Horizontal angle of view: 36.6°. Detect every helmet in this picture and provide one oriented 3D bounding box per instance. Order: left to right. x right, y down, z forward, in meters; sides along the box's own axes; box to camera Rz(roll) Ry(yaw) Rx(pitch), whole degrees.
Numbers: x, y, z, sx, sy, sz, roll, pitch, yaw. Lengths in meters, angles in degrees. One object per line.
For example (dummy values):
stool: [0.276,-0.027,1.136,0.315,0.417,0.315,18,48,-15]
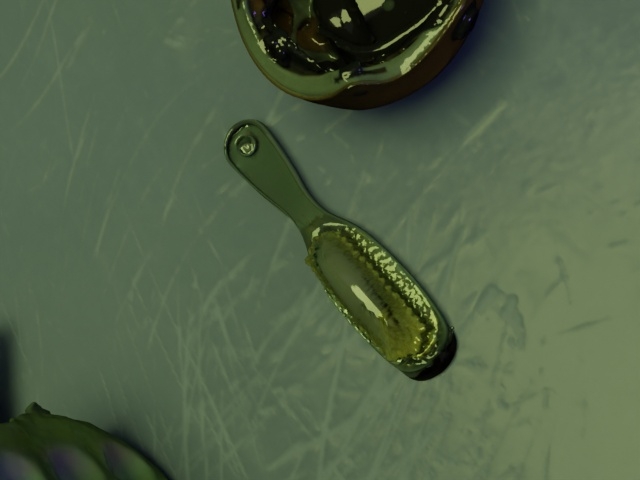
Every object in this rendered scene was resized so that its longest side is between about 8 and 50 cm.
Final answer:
helmet: [0.044,-0.203,0.793,0.198,0.130,0.224,42,91,19]

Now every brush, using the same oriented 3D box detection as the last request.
brush: [0.000,0.000,0.825,0.068,0.060,0.297,-47,68,15]

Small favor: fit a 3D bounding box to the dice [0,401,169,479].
dice: [-0.247,0.308,0.793,0.254,0.252,0.249,44,101,22]
